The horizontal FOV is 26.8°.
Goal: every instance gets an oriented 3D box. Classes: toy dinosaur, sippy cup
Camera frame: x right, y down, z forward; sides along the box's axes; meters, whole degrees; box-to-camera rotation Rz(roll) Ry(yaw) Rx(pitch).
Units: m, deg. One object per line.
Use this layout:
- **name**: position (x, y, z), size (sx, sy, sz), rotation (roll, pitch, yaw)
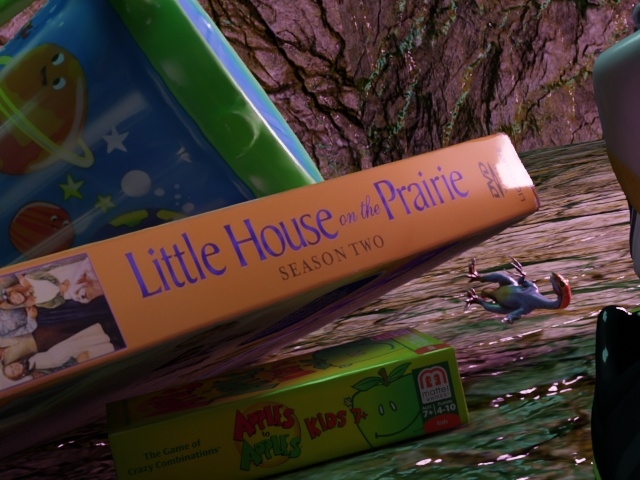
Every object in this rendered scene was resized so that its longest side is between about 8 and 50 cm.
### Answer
- **toy dinosaur**: position (0.146, 0.035, 0.980), size (0.082, 0.047, 0.090), rotation (10, 3, 23)
- **sippy cup**: position (-0.147, -0.055, 0.906), size (0.224, 0.305, 0.240), rotation (-36, 20, 5)

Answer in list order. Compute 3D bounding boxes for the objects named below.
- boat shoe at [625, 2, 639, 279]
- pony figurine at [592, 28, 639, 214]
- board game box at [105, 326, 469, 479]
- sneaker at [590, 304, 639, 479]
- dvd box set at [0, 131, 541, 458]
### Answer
- **boat shoe**: position (0.222, -0.096, 0.782), size (0.121, 0.119, 0.335), rotation (-11, -36, -12)
- **pony figurine**: position (0.260, -0.118, 0.526), size (0.350, 0.364, 0.303), rotation (-12, 32, 5)
- **board game box**: position (-0.022, 0.093, 0.721), size (0.181, 0.043, 0.092), rotation (-13, 5, -9)
- **sneaker**: position (0.126, 0.062, 0.401), size (0.084, 0.097, 0.234), rotation (-14, 5, -8)
- **dvd box set**: position (-0.105, 0.055, 0.799), size (0.420, 0.062, 0.307), rotation (-18, -10, -44)
